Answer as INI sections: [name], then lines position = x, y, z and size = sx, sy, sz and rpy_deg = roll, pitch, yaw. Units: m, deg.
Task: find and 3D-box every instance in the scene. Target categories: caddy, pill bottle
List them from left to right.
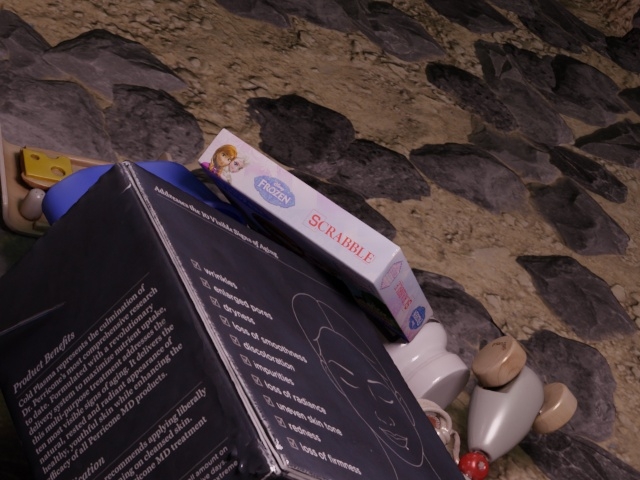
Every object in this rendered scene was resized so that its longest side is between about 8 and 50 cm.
[caddy]
position = -0.262, 0.024, 2.004
size = 0.341, 0.241, 0.179
rpy_deg = -9, 44, -44
[pill bottle]
position = 0.099, 0.151, 2.183
size = 0.162, 0.162, 0.278
rpy_deg = -12, 51, -46

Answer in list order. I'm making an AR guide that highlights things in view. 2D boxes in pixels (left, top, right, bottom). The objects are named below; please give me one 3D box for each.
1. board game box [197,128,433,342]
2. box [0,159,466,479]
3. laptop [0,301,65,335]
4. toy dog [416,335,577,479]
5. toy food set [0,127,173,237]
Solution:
[board game box]
position = 0.000, 0.000, 1.999
size = 0.318, 0.066, 0.318
rpy_deg = 34, -8, 22
[box]
position = -0.100, 0.225, 1.664
size = 0.480, 0.297, 0.472
rpy_deg = 31, 23, -49
[laptop]
position = -0.461, 0.275, 1.428
size = 0.236, 0.382, 0.408
rpy_deg = 34, 35, -52
[toy dog]
position = 0.225, 0.292, 2.069
size = 0.333, 0.161, 0.220
rpy_deg = -28, 95, -29
[toy food set]
position = -0.371, -0.095, 2.214
size = 0.306, 0.092, 0.220
rpy_deg = 11, 37, -27
